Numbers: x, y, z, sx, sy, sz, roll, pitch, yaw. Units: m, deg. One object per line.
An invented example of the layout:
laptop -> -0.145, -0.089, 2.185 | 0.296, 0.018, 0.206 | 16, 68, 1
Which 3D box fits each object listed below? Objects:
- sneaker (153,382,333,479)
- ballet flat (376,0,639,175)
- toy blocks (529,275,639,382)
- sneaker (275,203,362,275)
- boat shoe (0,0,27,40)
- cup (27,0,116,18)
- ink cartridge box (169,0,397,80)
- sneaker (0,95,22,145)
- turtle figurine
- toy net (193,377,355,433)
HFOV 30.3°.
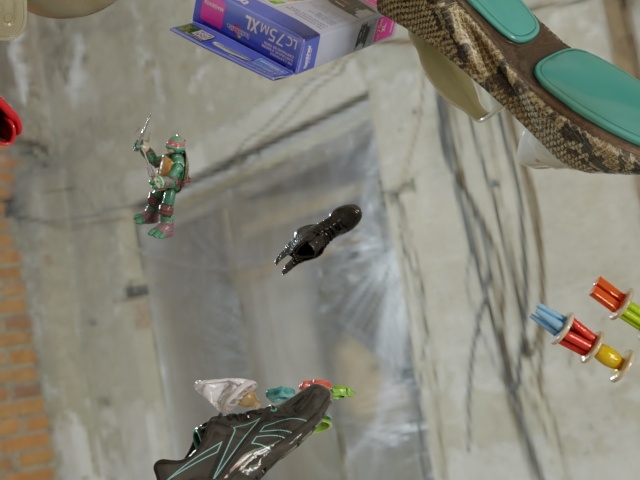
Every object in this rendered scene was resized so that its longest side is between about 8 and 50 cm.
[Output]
sneaker -> -0.092, 0.249, 1.485 | 0.267, 0.106, 0.101 | -37, -9, -35
ballet flat -> 0.257, -0.206, 1.514 | 0.164, 0.483, 0.182 | -29, -24, -42
toy blocks -> 0.373, 0.105, 1.611 | 0.148, 0.123, 0.054 | 33, 5, -3
sneaker -> -0.001, -0.002, 2.148 | 0.170, 0.051, 0.089 | -25, 24, 19
boat shoe -> -0.508, -0.445, 1.906 | 0.084, 0.233, 0.079 | -3, 32, -37
cup -> -0.477, -0.575, 2.054 | 0.331, 0.331, 0.237 | -11, -4, 5
ink cartridge box -> -0.042, -0.314, 1.656 | 0.186, 0.065, 0.311 | 30, 37, 22
sneaker -> -0.429, -0.128, 1.467 | 0.087, 0.128, 0.221 | -38, -24, -21
turtle figurine -> -0.323, -0.132, 2.417 | 0.118, 0.234, 0.175 | 4, 21, -18
toy net -> -0.067, 0.227, 1.658 | 0.232, 0.045, 0.122 | 14, -30, -35
